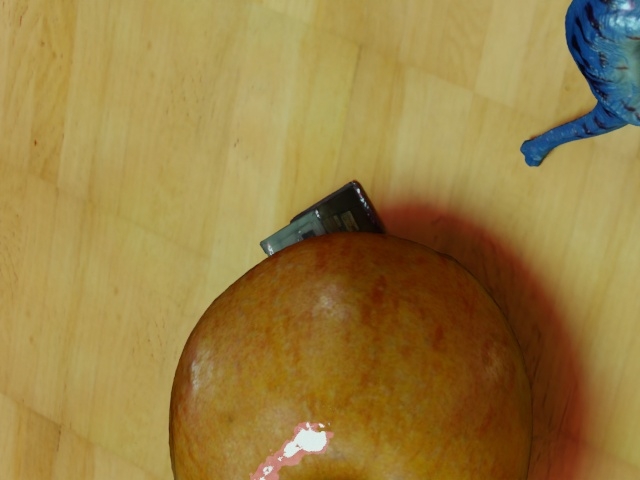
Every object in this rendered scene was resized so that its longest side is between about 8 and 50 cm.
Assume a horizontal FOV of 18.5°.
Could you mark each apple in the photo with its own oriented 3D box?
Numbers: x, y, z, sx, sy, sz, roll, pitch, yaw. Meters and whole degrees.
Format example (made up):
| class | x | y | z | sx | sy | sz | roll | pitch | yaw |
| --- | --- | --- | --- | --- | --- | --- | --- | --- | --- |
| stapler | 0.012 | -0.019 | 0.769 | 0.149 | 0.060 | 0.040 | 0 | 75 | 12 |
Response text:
| class | x | y | z | sx | sy | sz | roll | pitch | yaw |
| --- | --- | --- | --- | --- | --- | --- | --- | --- | --- |
| apple | 0.024 | 0.157 | 1.516 | 0.299 | 0.275 | 0.299 | 2 | 122 | 3 |

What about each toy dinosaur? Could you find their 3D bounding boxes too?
| class | x | y | z | sx | sy | sz | roll | pitch | yaw |
| --- | --- | --- | --- | --- | --- | --- | --- | --- | --- |
| toy dinosaur | 0.230 | -0.138 | 1.387 | 0.144 | 0.076 | 0.329 | 16 | 147 | 8 |

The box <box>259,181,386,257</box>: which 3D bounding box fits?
| class | x | y | z | sx | sy | sz | roll | pitch | yaw |
| --- | --- | --- | --- | --- | --- | --- | --- | --- | --- |
| box | 0.000 | 0.000 | 1.630 | 0.085 | 0.063 | 0.060 | -29 | 91 | 40 |
